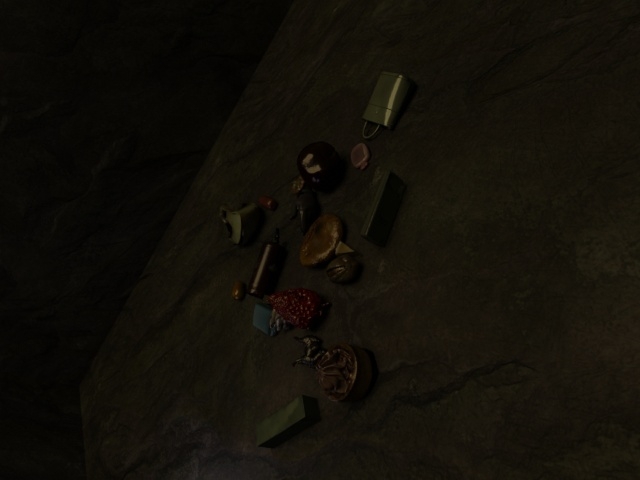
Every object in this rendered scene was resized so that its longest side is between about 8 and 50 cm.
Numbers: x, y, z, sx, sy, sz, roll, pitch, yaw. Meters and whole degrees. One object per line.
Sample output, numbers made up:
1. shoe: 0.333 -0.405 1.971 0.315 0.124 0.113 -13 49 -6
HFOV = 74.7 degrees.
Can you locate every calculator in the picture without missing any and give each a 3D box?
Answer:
1. calculator: 0.184 -0.387 1.933 0.103 0.024 0.166 -40 40 26
2. calculator: -0.255 0.360 1.932 0.210 0.039 0.121 11 93 53

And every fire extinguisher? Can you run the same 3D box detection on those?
1. fire extinguisher: -0.256 0.112 2.044 0.135 0.114 0.337 95 -168 -74

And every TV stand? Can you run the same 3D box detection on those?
1. TV stand: -0.124 0.675 1.557 0.269 0.083 0.088 -41 39 26

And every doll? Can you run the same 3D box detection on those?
1. doll: -0.038 0.432 1.638 0.165 0.057 0.139 -18 52 32

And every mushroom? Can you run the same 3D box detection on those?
1. mushroom: -0.448 -0.097 2.425 0.292 0.212 0.217 12 121 41

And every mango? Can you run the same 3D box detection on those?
1. mango: -0.434 0.263 2.217 0.079 0.057 0.114 -39 38 38

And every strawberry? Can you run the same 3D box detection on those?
1. strawberry: -0.093 0.248 1.692 0.174 0.228 0.098 -55 -9 -18

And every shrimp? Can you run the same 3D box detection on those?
1. shrimp: -0.098 -0.314 2.213 0.184 0.043 0.091 -45 46 31

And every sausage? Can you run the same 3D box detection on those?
1. sausage: -0.300 -0.215 2.365 0.154 0.062 0.062 26 88 55

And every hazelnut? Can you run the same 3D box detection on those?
1. hazelnut: -0.018 -0.353 2.003 0.218 0.218 0.233 -21 52 41

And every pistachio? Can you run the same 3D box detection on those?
1. pistachio: 0.085 0.115 1.662 0.149 0.113 0.113 -22 51 46

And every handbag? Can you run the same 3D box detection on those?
1. handbag: 0.294 -0.605 1.924 0.241 0.109 0.315 43 115 54

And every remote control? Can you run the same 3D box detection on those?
1. remote control: 0.245 -0.124 1.609 0.038 0.123 0.285 9 76 50

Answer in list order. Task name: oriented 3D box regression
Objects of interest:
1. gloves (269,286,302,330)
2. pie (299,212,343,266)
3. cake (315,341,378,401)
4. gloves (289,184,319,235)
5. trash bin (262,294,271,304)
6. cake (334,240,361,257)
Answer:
1. gloves: -0.141 0.295 1.795 0.212 0.111 0.127 -39 61 -8
2. pie: 0.000 0.001 1.860 0.273 0.069 0.273 -28 46 34
3. cake: 0.066 0.433 1.414 0.207 0.178 0.185 -57 36 1
4. gloves: -0.079 -0.153 2.011 0.119 0.142 0.285 122 154 -53
5. trash bin: -0.216 0.282 1.941 0.092 0.061 0.043 2 70 49
6. cake: 0.117 0.039 1.711 0.121 0.052 0.065 -2 64 50
